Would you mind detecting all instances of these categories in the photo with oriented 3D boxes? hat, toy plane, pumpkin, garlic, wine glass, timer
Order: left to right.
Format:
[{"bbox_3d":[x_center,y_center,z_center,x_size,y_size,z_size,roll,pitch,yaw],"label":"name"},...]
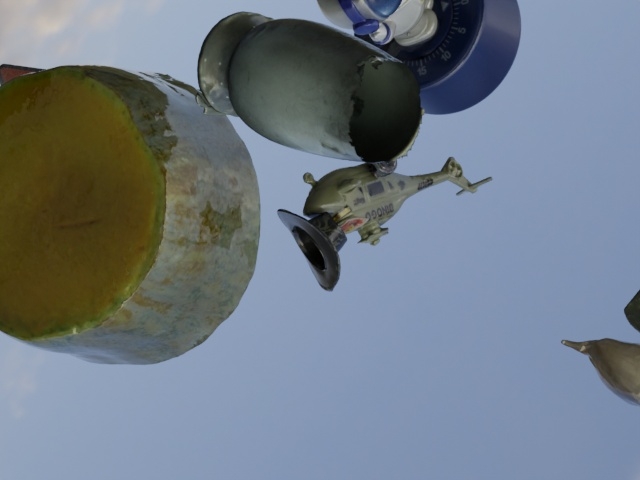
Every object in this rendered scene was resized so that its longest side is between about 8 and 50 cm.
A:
[{"bbox_3d":[-0.251,-0.025,1.505,0.332,0.199,0.333,0,-91,27],"label":"pumpkin"},{"bbox_3d":[-0.012,-0.134,1.249,0.204,0.111,0.111,23,-103,43],"label":"wine glass"},{"bbox_3d":[0.000,0.000,1.645,0.050,0.121,0.121,-34,-158,-16],"label":"hat"},{"bbox_3d":[0.089,-0.060,1.746,0.286,0.108,0.092,-19,172,-42],"label":"toy plane"},{"bbox_3d":[0.124,-0.364,2.272,0.270,0.383,0.271,-5,-100,31],"label":"timer"},{"bbox_3d":[0.327,0.142,1.478,0.084,0.152,0.066,-27,-136,45],"label":"garlic"}]

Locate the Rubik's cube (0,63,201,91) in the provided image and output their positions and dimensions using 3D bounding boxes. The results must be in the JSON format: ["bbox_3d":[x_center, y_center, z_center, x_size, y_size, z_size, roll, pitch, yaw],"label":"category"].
[{"bbox_3d":[-0.301,-0.117,2.006,0.233,0.228,0.228,29,-61,44],"label":"Rubik's cube"}]

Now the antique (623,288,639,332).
[{"bbox_3d":[0.462,0.044,1.800,0.081,0.080,0.221,-40,165,-37],"label":"antique"}]
